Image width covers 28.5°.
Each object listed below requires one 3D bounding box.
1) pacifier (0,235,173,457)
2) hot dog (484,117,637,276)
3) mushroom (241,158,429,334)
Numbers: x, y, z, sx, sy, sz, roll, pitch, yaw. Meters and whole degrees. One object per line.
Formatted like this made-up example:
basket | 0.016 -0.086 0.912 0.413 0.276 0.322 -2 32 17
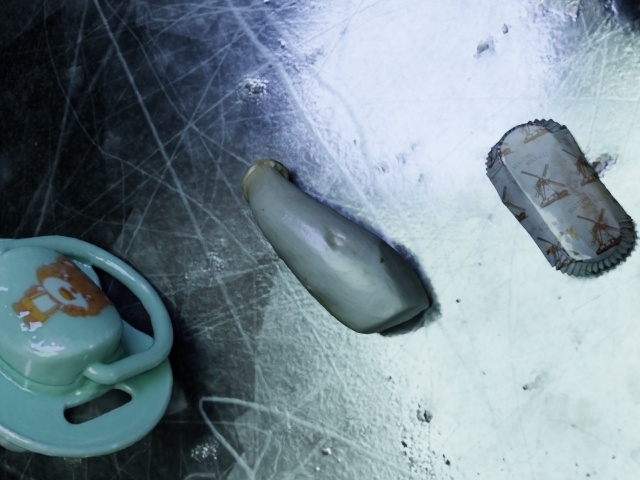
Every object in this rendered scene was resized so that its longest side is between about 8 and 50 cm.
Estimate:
pacifier | -0.329 0.147 1.515 0.343 0.288 0.269 49 136 24
hot dog | 0.258 -0.048 1.380 0.108 0.059 0.191 -32 69 0
mushroom | 0.000 0.000 1.440 0.270 0.118 0.103 45 101 18
